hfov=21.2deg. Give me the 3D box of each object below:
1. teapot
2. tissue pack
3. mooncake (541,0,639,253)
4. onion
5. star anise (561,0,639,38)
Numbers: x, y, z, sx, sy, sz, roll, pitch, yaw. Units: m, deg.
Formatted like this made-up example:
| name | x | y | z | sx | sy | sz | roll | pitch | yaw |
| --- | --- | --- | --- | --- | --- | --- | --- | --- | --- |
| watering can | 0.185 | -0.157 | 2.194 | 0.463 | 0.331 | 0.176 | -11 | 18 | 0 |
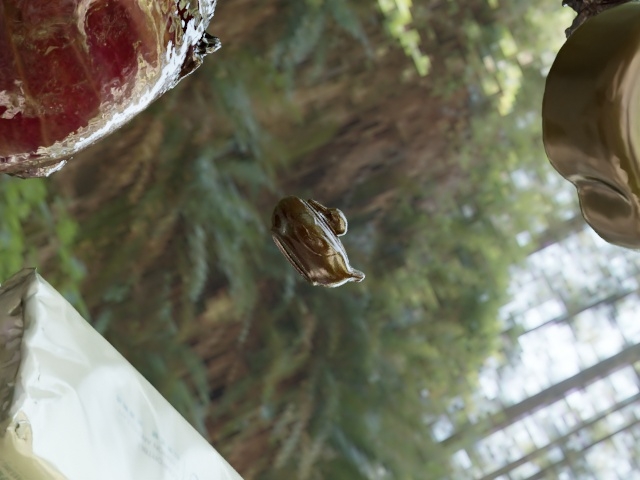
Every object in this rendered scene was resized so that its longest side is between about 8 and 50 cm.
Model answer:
| name | x | y | z | sx | sy | sz | roll | pitch | yaw |
| --- | --- | --- | --- | --- | --- | --- | --- | --- | --- |
| teapot | 0.000 | 0.000 | 1.934 | 0.129 | 0.078 | 0.098 | 52 | -10 | 5 |
| tissue pack | -0.212 | 0.240 | 1.283 | 0.380 | 0.297 | 0.207 | 48 | 24 | -31 |
| mooncake | 0.306 | -0.114 | 1.553 | 0.117 | 0.235 | 0.235 | 9 | -57 | 49 |
| onion | -0.230 | -0.176 | 1.244 | 0.348 | 0.348 | 0.385 | 56 | -19 | 30 |
| star anise | 0.297 | -0.247 | 1.786 | 0.141 | 0.042 | 0.141 | 16 | -66 | 41 |
